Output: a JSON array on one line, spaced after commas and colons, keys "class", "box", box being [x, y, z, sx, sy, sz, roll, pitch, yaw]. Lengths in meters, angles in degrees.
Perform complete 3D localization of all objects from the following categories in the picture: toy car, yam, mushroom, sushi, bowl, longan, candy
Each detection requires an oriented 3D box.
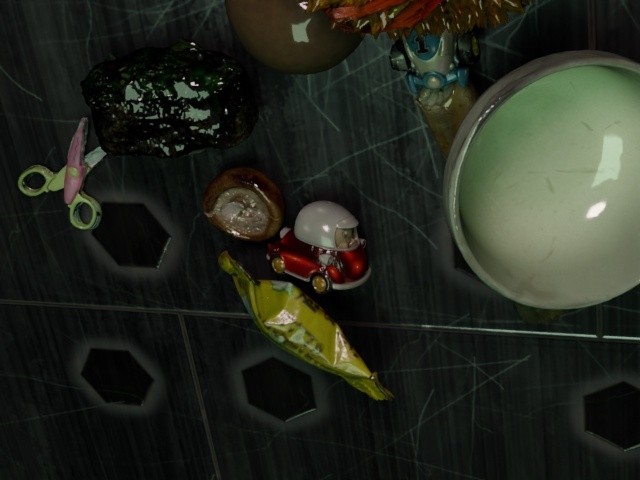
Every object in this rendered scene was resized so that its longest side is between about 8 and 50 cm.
[{"class": "toy car", "box": [0.000, 0.000, 1.815, 0.139, 0.112, 0.112, 17, 112, 26]}, {"class": "yam", "box": [0.228, -0.049, 1.713, 0.083, 0.083, 0.372, -16, 118, 28]}, {"class": "mushroom", "box": [-0.103, -0.050, 1.839, 0.123, 0.052, 0.123, 12, 134, 13]}, {"class": "toy car", "box": [0.120, -0.254, 1.573, 0.126, 0.098, 0.162, -2, 99, 23]}, {"class": "sushi", "box": [-0.198, -0.183, 1.734, 0.225, 0.124, 0.127, 0, 124, 19]}, {"class": "bowl", "box": [0.283, -0.083, 1.576, 0.307, 0.163, 0.307, -3, 111, -9]}, {"class": "longan", "box": [-0.028, -0.281, 1.582, 0.189, 0.189, 0.189, 9, 126, 13]}, {"class": "candy", "box": [-0.029, 0.124, 1.877, 0.297, 0.081, 0.187, 45, 170, -12]}]

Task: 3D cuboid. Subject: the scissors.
[{"class": "scissors", "box": [-0.349, -0.099, 1.910, 0.133, 0.020, 0.187, 32, 129, -8]}]

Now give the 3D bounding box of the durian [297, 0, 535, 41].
[{"class": "durian", "box": [0.085, -0.378, 1.368, 0.384, 0.347, 0.347, 41, 127, 4]}]
